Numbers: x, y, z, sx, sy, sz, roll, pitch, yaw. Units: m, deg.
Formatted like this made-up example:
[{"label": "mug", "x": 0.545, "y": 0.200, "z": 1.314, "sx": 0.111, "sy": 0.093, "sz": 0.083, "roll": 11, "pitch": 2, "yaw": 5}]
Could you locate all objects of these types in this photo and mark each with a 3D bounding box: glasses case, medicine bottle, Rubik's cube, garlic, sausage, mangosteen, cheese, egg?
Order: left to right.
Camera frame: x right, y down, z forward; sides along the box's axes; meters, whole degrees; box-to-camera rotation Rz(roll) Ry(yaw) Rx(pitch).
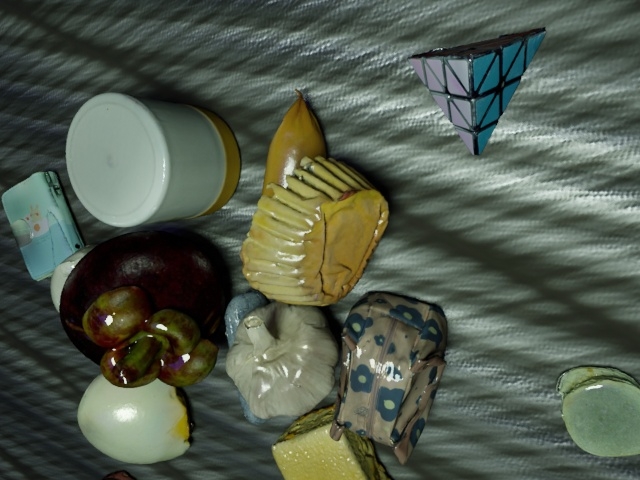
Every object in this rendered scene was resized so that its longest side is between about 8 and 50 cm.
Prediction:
[{"label": "cheese", "x": -0.537, "y": 0.110, "z": 0.973, "sx": 0.155, "sy": 0.198, "sz": 0.188, "roll": -20, "pitch": 103, "yaw": -14}, {"label": "egg", "x": -0.467, "y": 0.444, "z": 1.013, "sx": 0.264, "sy": 0.174, "sz": 0.286, "roll": -36, "pitch": 89, "yaw": 27}, {"label": "mangosteen", "x": -0.336, "y": 0.143, "z": 0.815, "sx": 0.306, "sy": 0.307, "sz": 0.347, "roll": -63, "pitch": 33, "yaw": 19}, {"label": "medicine bottle", "x": -0.317, "y": -0.153, "z": 0.814, "sx": 0.238, "sy": 0.232, "sz": 0.237, "roll": 4, "pitch": 101, "yaw": 22}, {"label": "glasses case", "x": -0.135, "y": 0.245, "z": 0.878, "sx": 0.067, "sy": 0.109, "sz": 0.281, "roll": -3, "pitch": 98, "yaw": 34}, {"label": "garlic", "x": -0.078, "y": 0.192, "z": 0.717, "sx": 0.219, "sy": 0.212, "sz": 0.218, "roll": -6, "pitch": 61, "yaw": 10}, {"label": "sausage", "x": -0.053, "y": -0.115, "z": 0.786, "sx": 0.112, "sy": 0.112, "sz": 0.327, "roll": 16, "pitch": 105, "yaw": 19}, {"label": "Rubik's cube", "x": 0.232, "y": -0.231, "z": 0.687, "sx": 0.191, "sy": 0.212, "sz": 0.178, "roll": 25, "pitch": 134, "yaw": 49}]

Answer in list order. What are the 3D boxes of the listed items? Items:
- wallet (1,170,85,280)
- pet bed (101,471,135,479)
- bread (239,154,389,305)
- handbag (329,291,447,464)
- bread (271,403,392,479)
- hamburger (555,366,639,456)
[{"label": "wallet", "x": -0.716, "y": -0.034, "z": 1.080, "sx": 0.176, "sy": 0.075, "sz": 0.250, "roll": -21, "pitch": 90, "yaw": 20}, {"label": "pet bed", "x": -0.554, "y": 0.744, "z": 1.166, "sx": 0.202, "sy": 0.053, "sz": 0.200, "roll": 4, "pitch": 101, "yaw": 20}, {"label": "bread", "x": 0.000, "y": 0.000, "z": 0.700, "sx": 0.149, "sy": 0.274, "sz": 0.273, "roll": 36, "pitch": 113, "yaw": 42}, {"label": "handbag", "x": 0.116, "y": 0.238, "z": 0.731, "sx": 0.190, "sy": 0.193, "sz": 0.251, "roll": 12, "pitch": 103, "yaw": 21}, {"label": "bread", "x": 0.040, "y": 0.491, "z": 0.854, "sx": 0.185, "sy": 0.114, "sz": 0.274, "roll": -30, "pitch": 89, "yaw": 20}, {"label": "hamburger", "x": 0.462, "y": 0.276, "z": 0.673, "sx": 0.133, "sy": 0.062, "sz": 0.139, "roll": -24, "pitch": 92, "yaw": 27}]
